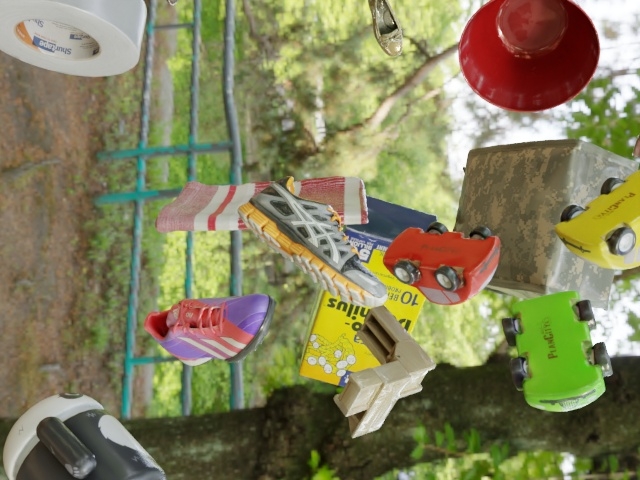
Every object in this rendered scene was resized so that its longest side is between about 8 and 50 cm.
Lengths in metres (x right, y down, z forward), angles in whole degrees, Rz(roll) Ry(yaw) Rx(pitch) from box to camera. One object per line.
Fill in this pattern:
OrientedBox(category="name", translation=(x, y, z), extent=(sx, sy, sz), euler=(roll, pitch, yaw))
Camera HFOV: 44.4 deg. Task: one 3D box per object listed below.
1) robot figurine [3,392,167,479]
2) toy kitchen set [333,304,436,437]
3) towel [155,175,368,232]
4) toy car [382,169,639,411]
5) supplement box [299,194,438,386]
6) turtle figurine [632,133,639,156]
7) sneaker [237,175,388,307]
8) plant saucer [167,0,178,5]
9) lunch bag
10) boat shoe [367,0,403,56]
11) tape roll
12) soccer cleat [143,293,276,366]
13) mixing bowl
OrientedBox(category="robot figurine", translation=(-0.337, 0.348, 1.150), extent=(0.173, 0.278, 0.209), euler=(-11, 133, -55))
OrientedBox(category="toy kitchen set", translation=(0.033, 0.110, 0.650), extent=(0.075, 0.083, 0.068), euler=(50, -48, 33))
OrientedBox(category="towel", translation=(-0.088, -0.063, 1.305), extent=(0.237, 0.329, 0.037), euler=(-84, 171, -73))
OrientedBox(category="toy car", translation=(0.163, 0.046, 0.575), extent=(0.225, 0.239, 0.053), euler=(-81, 151, -54))
OrientedBox(category="supplement box", translation=(0.099, 0.112, 1.625), extent=(0.195, 0.194, 0.356), euler=(-78, -175, -63))
OrientedBox(category="turtle figurine", translation=(0.542, -0.117, 1.055), extent=(0.087, 0.217, 0.269), euler=(-49, 150, -37))
OrientedBox(category="sneaker", translation=(0.000, 0.000, 0.947), extent=(0.083, 0.215, 0.084), euler=(-48, 165, -14))
OrientedBox(category="plant saucer", translation=(-0.246, -0.496, 1.364), extent=(0.168, 0.029, 0.168), euler=(-161, -90, -87))
OrientedBox(category="lunch bag", translation=(0.322, -0.028, 1.242), extent=(0.287, 0.169, 0.235), euler=(9, -94, 58))
OrientedBox(category="boat shoe", translation=(0.136, -0.446, 1.620), extent=(0.048, 0.056, 0.153), euler=(-104, 175, -56))
OrientedBox(category="tape roll", translation=(-0.353, -0.304, 1.074), extent=(0.219, 0.219, 0.072), euler=(76, 18, -76))
OrientedBox(category="soccer cleat", translation=(-0.189, 0.140, 1.306), extent=(0.318, 0.116, 0.108), euler=(-22, -139, 53))
OrientedBox(category="mixing bowl", translation=(0.284, -0.276, 1.063), extent=(0.098, 0.181, 0.181), euler=(-70, 160, -44))
